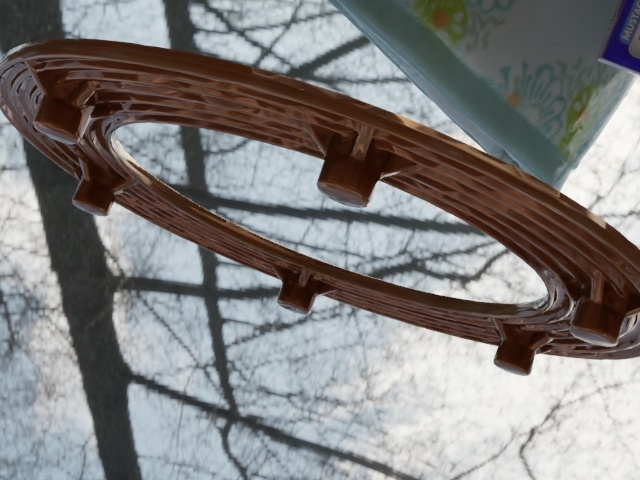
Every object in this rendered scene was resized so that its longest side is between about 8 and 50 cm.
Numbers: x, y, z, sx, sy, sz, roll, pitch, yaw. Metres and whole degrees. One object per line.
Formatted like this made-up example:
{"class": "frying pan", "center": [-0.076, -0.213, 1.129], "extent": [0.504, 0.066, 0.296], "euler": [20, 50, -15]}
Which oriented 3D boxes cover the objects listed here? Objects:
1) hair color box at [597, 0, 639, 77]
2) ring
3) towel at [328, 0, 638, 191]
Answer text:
{"class": "hair color box", "center": [0.376, -0.101, 0.796], "extent": [0.339, 0.110, 0.185], "euler": [28, -164, 22]}
{"class": "ring", "center": [0.000, 0.000, 0.571], "extent": [0.337, 0.336, 0.032], "euler": [20, -104, 5]}
{"class": "towel", "center": [0.165, -0.242, 0.874], "extent": [0.320, 0.374, 0.090], "euler": [-53, -136, 1]}
